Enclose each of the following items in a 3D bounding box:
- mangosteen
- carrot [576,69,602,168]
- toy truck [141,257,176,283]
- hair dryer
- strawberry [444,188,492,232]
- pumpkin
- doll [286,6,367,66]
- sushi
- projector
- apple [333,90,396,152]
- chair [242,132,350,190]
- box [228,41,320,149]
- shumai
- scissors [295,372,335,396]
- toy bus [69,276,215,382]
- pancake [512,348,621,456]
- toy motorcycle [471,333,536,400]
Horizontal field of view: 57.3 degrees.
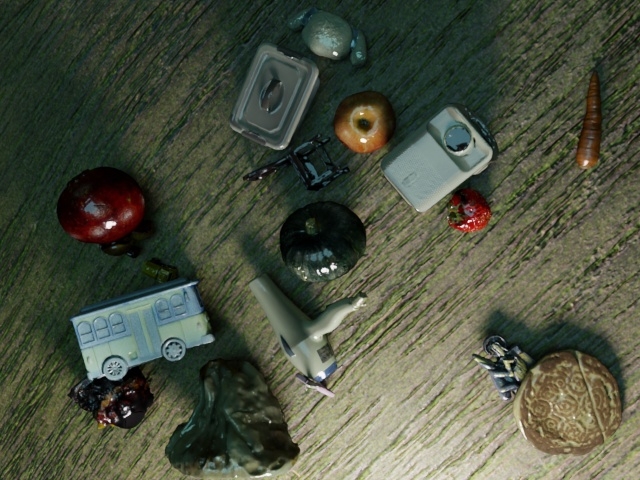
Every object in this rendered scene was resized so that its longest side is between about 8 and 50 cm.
[{"bbox_3d":[-0.538,-0.063,1.501,0.215,0.215,0.257,-27,119,14],"label":"mangosteen"},{"bbox_3d":[0.594,-0.265,1.282,0.048,0.048,0.216,7,91,13],"label":"carrot"},{"bbox_3d":[-0.424,0.084,1.546,0.083,0.054,0.049,25,99,10],"label":"toy truck"},{"bbox_3d":[-0.049,0.158,1.406,0.296,0.119,0.298,35,124,20],"label":"hair dryer"},{"bbox_3d":[0.341,-0.069,1.333,0.106,0.106,0.106,1,94,14],"label":"strawberry"},{"bbox_3d":[0.001,0.000,1.365,0.211,0.212,0.152,-9,126,14],"label":"pumpkin"},{"bbox_3d":[0.021,-0.486,1.387,0.214,0.071,0.103,28,101,7],"label":"doll"},{"bbox_3d":[-0.530,0.418,1.546,0.172,0.153,0.150,-41,62,-7],"label":"sushi"},{"bbox_3d":[0.266,-0.185,1.296,0.242,0.177,0.163,-39,86,12],"label":"projector"},{"bbox_3d":[0.102,-0.275,1.353,0.146,0.131,0.146,1,96,8],"label":"apple"},{"bbox_3d":[-0.061,-0.159,1.416,0.229,0.106,0.113,-30,85,15],"label":"chair"},{"bbox_3d":[-0.103,-0.338,1.399,0.162,0.130,0.227,26,99,11],"label":"box"},{"bbox_3d":[-0.207,0.416,1.412,0.304,0.309,0.263,-13,77,51],"label":"shumai"},{"bbox_3d":[-0.021,0.345,1.390,0.110,0.212,0.021,25,82,10],"label":"scissors"},{"bbox_3d":[-0.434,0.217,1.460,0.312,0.152,0.190,-16,90,-9],"label":"toy bus"},{"bbox_3d":[0.552,0.369,1.311,0.250,0.031,0.250,0,96,-2],"label":"pancake"},{"bbox_3d":[0.438,0.306,1.348,0.193,0.061,0.124,33,94,1],"label":"toy motorcycle"}]
